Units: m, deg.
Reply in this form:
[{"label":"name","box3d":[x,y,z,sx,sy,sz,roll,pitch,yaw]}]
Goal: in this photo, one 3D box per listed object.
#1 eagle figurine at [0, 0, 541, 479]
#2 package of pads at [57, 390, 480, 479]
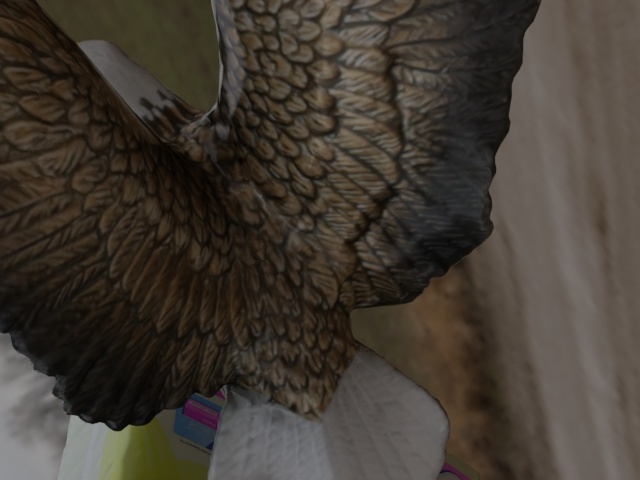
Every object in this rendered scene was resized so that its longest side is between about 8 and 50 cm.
[{"label":"eagle figurine","box3d":[-0.043,-0.031,0.697,0.298,0.225,0.226,87,-161,-61]},{"label":"package of pads","box3d":[-0.023,0.185,0.893,0.229,0.101,0.296,31,-151,-16]}]
